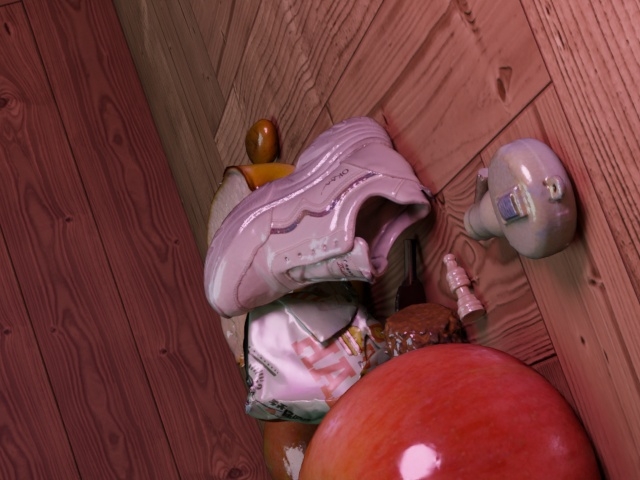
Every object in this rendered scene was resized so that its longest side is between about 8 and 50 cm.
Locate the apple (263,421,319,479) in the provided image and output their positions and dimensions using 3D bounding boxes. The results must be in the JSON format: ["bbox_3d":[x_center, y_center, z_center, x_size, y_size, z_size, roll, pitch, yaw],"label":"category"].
[{"bbox_3d":[0.030,0.332,2.176,0.253,0.254,0.253,162,90,-76],"label":"apple"}]

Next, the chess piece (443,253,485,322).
[{"bbox_3d":[0.179,0.058,1.730,0.035,0.035,0.092,98,155,-60],"label":"chess piece"}]

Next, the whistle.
[{"bbox_3d":[0.206,-0.037,1.441,0.258,0.067,0.126,147,106,-78],"label":"whistle"}]

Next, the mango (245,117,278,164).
[{"bbox_3d":[-0.107,-0.183,2.507,0.114,0.057,0.078,110,145,-55],"label":"mango"}]

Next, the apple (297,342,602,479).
[{"bbox_3d":[0.143,0.306,1.561,0.364,0.364,0.363,162,90,-76],"label":"apple"}]

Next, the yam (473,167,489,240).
[{"bbox_3d":[0.190,-0.041,1.588,0.116,0.021,0.021,89,159,-48],"label":"yam"}]

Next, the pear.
[{"bbox_3d":[-0.043,0.049,2.226,0.340,0.191,0.386,49,142,44],"label":"pear"}]

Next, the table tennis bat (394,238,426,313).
[{"bbox_3d":[0.126,0.077,1.894,0.095,0.014,0.158,-6,-84,-60],"label":"table tennis bat"}]

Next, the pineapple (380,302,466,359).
[{"bbox_3d":[0.151,0.202,1.844,0.119,0.111,0.237,11,123,41],"label":"pineapple"}]

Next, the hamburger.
[{"bbox_3d":[0.001,0.152,1.904,0.125,0.214,0.235,81,-173,-58],"label":"hamburger"}]

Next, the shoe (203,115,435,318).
[{"bbox_3d":[0.000,0.000,1.807,0.210,0.342,0.132,47,180,44],"label":"shoe"}]
